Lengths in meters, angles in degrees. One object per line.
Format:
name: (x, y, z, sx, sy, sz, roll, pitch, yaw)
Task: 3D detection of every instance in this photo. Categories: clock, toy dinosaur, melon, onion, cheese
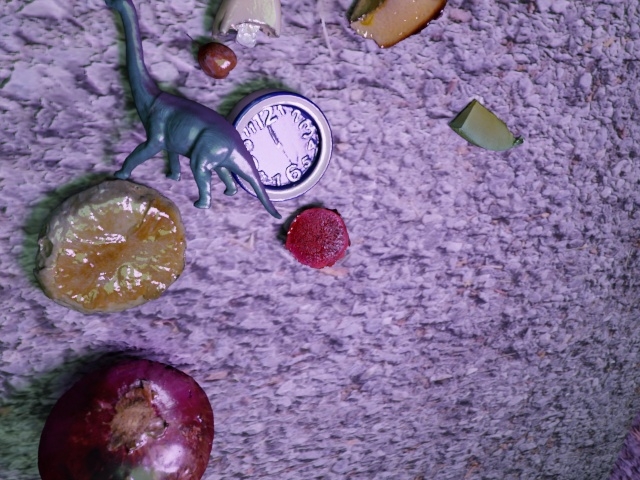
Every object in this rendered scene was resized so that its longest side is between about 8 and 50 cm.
clock: (-0.091, -0.200, 1.033, 0.231, 0.083, 0.230, -9, 117, -19)
toy dinosaur: (-0.219, -0.238, 0.883, 0.384, 0.129, 0.330, 16, 114, 0)
melon: (0.441, -0.291, 1.280, 0.262, 0.053, 0.113, 10, 91, -33)
onion: (-0.418, 0.449, 1.084, 0.348, 0.347, 0.385, -5, 150, -24)
cheese: (-0.116, -0.473, 0.905, 0.127, 0.050, 0.235, 10, 102, -29)

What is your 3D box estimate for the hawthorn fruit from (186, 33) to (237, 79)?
hawthorn fruit: (-0.208, -0.350, 0.915, 0.103, 0.067, 0.066, 34, 96, -23)

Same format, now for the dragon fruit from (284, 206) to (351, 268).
dragon fruit: (0.000, 0.000, 1.171, 0.153, 0.153, 0.111, -39, 167, -4)

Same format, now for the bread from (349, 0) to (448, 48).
bread: (0.161, -0.471, 0.973, 0.140, 0.160, 0.169, 21, 103, -32)

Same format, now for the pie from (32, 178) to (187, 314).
pie: (-0.411, 0.019, 0.989, 0.307, 0.071, 0.306, -13, 122, -22)
